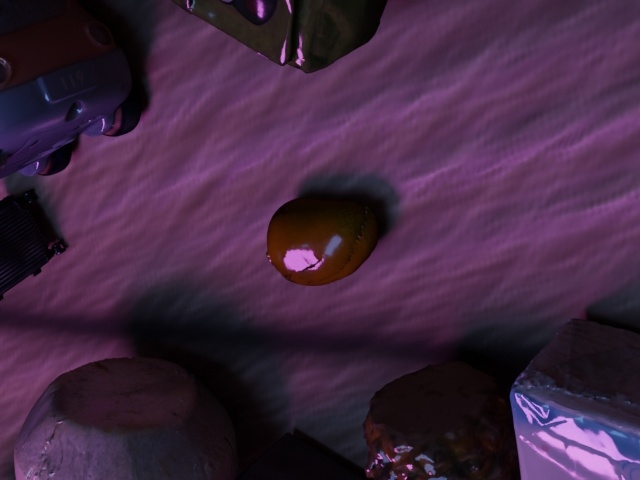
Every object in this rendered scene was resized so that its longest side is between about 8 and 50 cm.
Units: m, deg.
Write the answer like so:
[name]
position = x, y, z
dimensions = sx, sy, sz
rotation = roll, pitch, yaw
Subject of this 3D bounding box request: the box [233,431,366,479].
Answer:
[box]
position = -0.049, 0.336, 1.681
dimensions = 0.153, 0.252, 0.188
rotation = 28, 137, 28

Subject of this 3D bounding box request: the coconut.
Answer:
[coconut]
position = -0.192, 0.243, 1.770
dimensions = 0.227, 0.227, 0.230
rotation = 20, 125, 32

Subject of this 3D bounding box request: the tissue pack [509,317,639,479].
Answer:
[tissue pack]
position = 0.259, 0.212, 1.391
dimensions = 0.201, 0.124, 0.271
rotation = 19, 132, 38

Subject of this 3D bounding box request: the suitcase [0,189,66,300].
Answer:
[suitcase]
position = -0.334, 0.012, 1.801
dimensions = 0.059, 0.126, 0.086
rotation = -13, 110, 50

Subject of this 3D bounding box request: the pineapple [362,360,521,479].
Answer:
[pineapple]
position = 0.135, 0.263, 1.525
dimensions = 0.170, 0.141, 0.310
rotation = -104, -4, -63

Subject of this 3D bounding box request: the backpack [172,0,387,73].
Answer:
[backpack]
position = -0.053, -0.253, 1.316
dimensions = 0.253, 0.140, 0.207
rotation = 34, 139, 30

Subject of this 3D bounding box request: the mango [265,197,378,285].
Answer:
[mango]
position = 0.000, 0.000, 1.519
dimensions = 0.127, 0.063, 0.077
rotation = -11, 103, 47

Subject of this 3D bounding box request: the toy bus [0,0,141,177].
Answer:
[toy bus]
position = -0.317, -0.154, 1.623
dimensions = 0.287, 0.194, 0.232
rotation = -26, 88, 51
